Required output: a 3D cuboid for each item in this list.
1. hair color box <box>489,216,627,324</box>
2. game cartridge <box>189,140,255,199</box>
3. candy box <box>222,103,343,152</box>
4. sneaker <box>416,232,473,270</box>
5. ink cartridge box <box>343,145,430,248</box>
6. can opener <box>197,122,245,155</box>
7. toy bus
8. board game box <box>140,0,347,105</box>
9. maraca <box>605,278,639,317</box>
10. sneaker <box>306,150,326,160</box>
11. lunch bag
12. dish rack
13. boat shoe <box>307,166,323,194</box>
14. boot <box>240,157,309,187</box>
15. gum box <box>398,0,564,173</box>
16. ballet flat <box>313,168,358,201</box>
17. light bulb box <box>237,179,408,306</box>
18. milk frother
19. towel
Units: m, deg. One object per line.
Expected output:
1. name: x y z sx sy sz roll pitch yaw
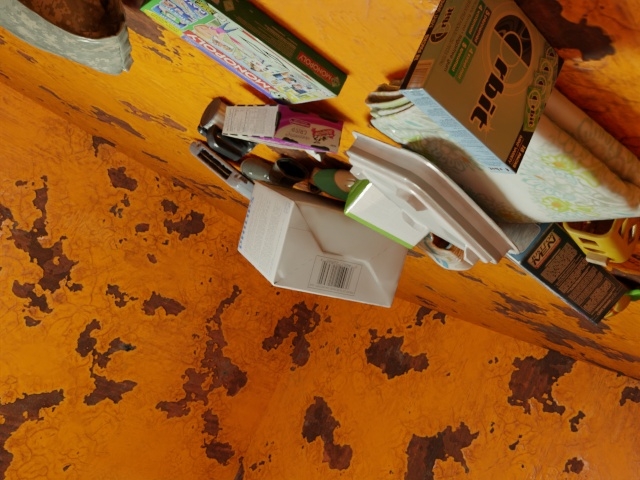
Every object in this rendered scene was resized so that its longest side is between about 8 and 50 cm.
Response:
1. hair color box: 0.463 0.033 1.345 0.347 0.105 0.174 32 -170 -38
2. game cartridge: -0.284 -0.209 2.138 0.297 0.062 0.198 39 178 38
3. candy box: -0.084 -0.235 1.383 0.159 0.071 0.233 8 -174 -34
4. sneaker: 0.359 0.024 1.854 0.228 0.087 0.092 27 170 -27
5. ink cartridge box: 0.198 -0.117 1.453 0.188 0.097 0.255 27 138 -13
6. can opener: -0.272 -0.285 1.853 0.073 0.059 0.186 18 169 38
7. toy bus: 0.496 -0.011 1.142 0.202 0.104 0.191 26 172 -1
8. board game box: -0.133 -0.340 1.130 0.317 0.046 0.213 29 170 -29
9. maraca: 0.682 0.132 1.557 0.185 0.099 0.127 -4 166 13
10. sneaker: -0.022 -0.224 1.514 0.061 0.054 0.152 26 173 9
11. lunch bag: -0.454 -0.418 1.156 0.287 0.169 0.235 31 171 -12
12. dish rack: 0.185 -0.071 1.214 0.285 0.072 0.333 38 -178 -27
13. boat shoe: -0.013 -0.161 1.869 0.063 0.059 0.170 25 172 1
14. boot: -0.138 -0.203 1.926 0.189 0.076 0.208 16 179 -8
15. gum box: 0.188 -0.187 0.744 0.184 0.157 0.041 32 169 -37
16. ballet flat: 0.104 -0.133 1.692 0.247 0.083 0.087 26 148 -7
17. light bulb box: 0.000 0.000 1.821 0.357 0.225 0.361 13 -172 -23
18. milk frother: -0.197 -0.281 1.595 0.134 0.129 0.143 30 128 -33
19. towel: 0.275 -0.136 0.999 0.374 0.090 0.320 31 171 -19
